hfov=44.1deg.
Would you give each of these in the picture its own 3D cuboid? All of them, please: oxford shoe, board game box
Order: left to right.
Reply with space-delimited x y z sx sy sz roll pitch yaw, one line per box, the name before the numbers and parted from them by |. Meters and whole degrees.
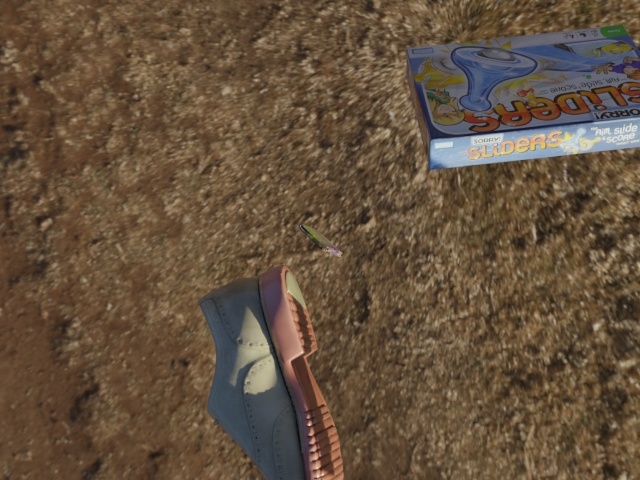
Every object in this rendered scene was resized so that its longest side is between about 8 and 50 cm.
oxford shoe | -0.063 0.239 1.030 0.146 0.140 0.397 -15 74 9
board game box | 0.184 -0.128 0.690 0.201 0.136 0.035 -7 137 0

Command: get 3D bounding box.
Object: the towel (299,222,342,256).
towel | 0.000 0.000 1.176 0.060 0.083 0.009 42 96 17
